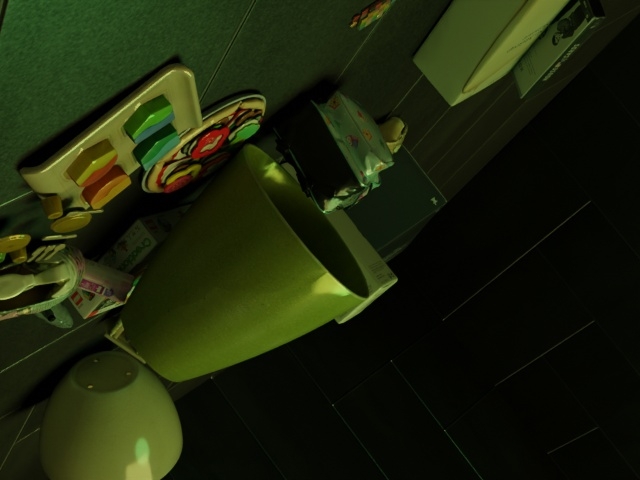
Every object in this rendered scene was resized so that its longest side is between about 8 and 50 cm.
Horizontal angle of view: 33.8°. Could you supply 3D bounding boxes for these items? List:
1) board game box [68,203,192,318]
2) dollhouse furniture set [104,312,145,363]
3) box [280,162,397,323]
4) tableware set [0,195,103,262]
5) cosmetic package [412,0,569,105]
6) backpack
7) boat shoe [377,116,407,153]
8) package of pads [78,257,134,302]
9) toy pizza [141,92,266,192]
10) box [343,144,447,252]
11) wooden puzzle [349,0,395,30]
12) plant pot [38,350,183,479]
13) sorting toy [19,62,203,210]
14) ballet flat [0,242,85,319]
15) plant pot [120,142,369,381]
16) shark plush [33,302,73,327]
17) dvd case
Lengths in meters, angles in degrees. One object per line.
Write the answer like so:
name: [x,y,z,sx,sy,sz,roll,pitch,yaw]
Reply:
board game box: [-0.239,0.015,1.669,0.193,0.053,0.305,-43,170,28]
dollhouse furniture set: [-0.288,0.097,1.898,0.182,0.101,0.161,-46,-167,40]
box: [0.000,0.000,1.815,0.113,0.275,0.094,-40,171,23]
tableware set: [-0.324,-0.011,1.195,0.104,0.024,0.154,-7,162,-43]
cosmetic package: [0.286,-0.359,1.648,0.160,0.113,0.309,-33,169,-28]
backpack: [0.025,-0.134,1.590,0.144,0.166,0.188,-34,175,5]
boat shoe: [0.127,-0.205,2.011,0.072,0.068,0.190,-53,177,17]
package of pads: [-0.310,0.057,1.503,0.050,0.083,0.032,130,-23,-54]
toy pizza: [-0.148,-0.120,1.392,0.201,0.032,0.201,-37,171,-7]
box: [0.057,-0.012,2.322,0.343,0.179,0.312,-34,172,-24]
wooden puzzle: [0.072,-0.304,1.403,0.083,0.006,0.049,-36,171,-13]
plant pot: [-0.413,0.329,2.057,0.284,0.284,0.191,-30,134,-42]
sorting toy: [-0.221,-0.100,1.176,0.208,0.038,0.193,-36,172,-10]
ballet flat: [-0.359,0.053,1.283,0.079,0.077,0.221,-21,-178,42]
plant pot: [-0.128,0.060,1.491,0.293,0.275,0.275,-38,172,11]
shark plush: [-0.371,0.081,1.424,0.073,0.067,0.161,-35,171,-16]
dvd case: [0.367,-0.370,1.727,0.029,0.179,0.239,-6,158,-22]
